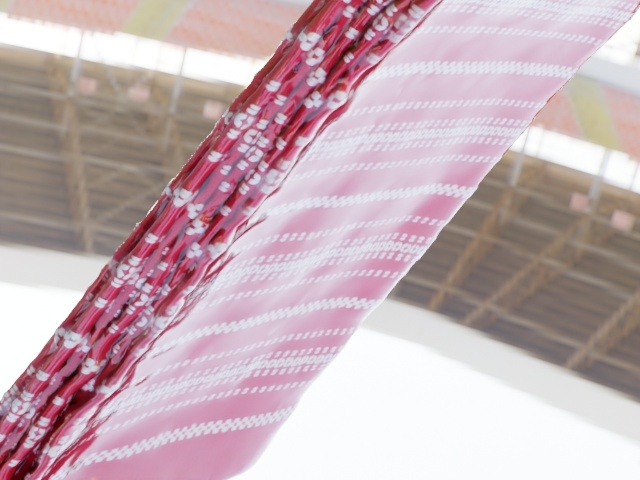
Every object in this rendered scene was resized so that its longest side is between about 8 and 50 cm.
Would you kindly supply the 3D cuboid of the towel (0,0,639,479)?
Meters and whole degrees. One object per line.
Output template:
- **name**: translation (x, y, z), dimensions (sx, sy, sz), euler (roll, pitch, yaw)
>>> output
- **towel**: translation (0.000, 0.000, 0.550), dimensions (0.031, 0.275, 0.199), euler (48, -156, 17)
